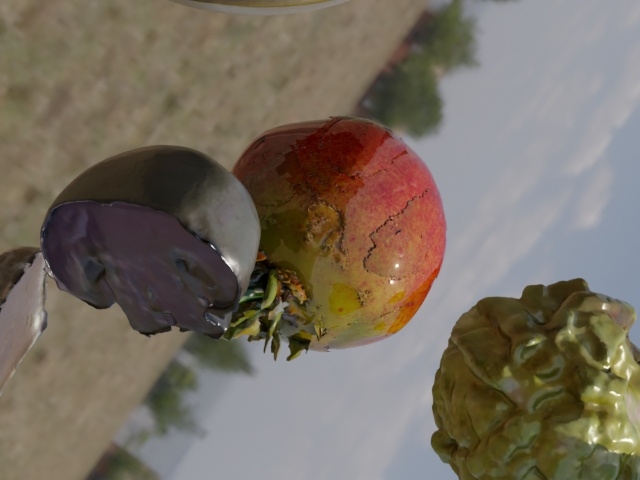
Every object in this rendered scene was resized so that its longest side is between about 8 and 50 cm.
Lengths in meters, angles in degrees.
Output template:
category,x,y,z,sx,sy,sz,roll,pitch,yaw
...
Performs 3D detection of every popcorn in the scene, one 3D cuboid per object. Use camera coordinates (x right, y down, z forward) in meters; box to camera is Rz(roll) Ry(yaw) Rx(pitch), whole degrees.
category,x,y,z,sx,sy,sz,roll,pitch,yaw
popcorn,0.225,0.146,1.778,0.259,0.259,0.212,-54,142,-35

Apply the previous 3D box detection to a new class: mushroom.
category,x,y,z,sx,sy,sz,roll,pitch,yaw
mushroom,-0.117,-0.010,1.380,0.188,0.141,0.117,4,-124,40

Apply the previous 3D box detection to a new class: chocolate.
category,x,y,z,sx,sy,sz,roll,pitch,yaw
chocolate,-0.380,0.108,2.006,0.261,0.083,0.161,-63,168,-54

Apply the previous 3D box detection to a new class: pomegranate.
category,x,y,z,sx,sy,sz,roll,pitch,yaw
pomegranate,0.000,0.000,1.580,0.235,0.210,0.210,-42,173,-35

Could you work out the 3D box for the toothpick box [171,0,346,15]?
category,x,y,z,sx,sy,sz,roll,pitch,yaw
toothpick box,-0.037,-0.372,1.392,0.409,0.409,0.425,-54,178,6
